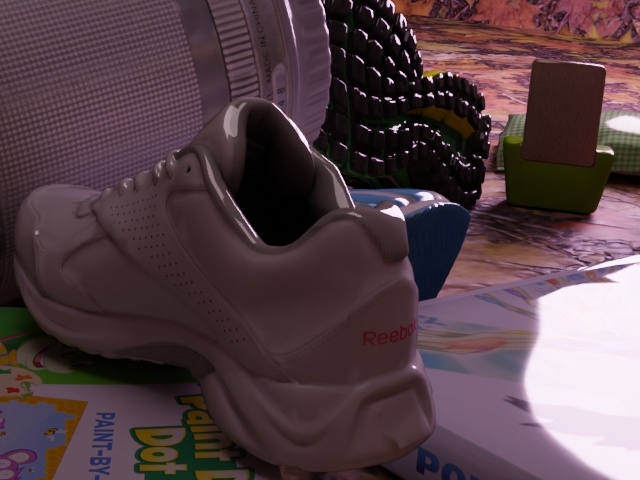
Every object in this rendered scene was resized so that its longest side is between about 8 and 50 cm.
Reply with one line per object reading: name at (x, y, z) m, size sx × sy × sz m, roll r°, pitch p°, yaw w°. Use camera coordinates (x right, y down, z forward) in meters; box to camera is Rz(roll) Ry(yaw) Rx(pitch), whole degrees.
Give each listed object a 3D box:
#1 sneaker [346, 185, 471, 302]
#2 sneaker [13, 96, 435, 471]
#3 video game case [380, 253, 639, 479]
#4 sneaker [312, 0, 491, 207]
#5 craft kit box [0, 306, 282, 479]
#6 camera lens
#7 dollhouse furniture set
sneaker at (0.000, 0.000, 0.651) m, size 0.092 × 0.087 × 0.228 m, roll 35°, pitch 24°, yaw 34°
sneaker at (-0.042, -0.004, 0.458) m, size 0.232 × 0.115 × 0.090 m, roll 19°, pitch 21°, yaw 40°
video game case at (0.185, 0.079, 0.566) m, size 0.329 × 0.036 × 0.300 m, roll -9°, pitch 21°, yaw -39°
sneaker at (0.009, -0.097, 0.902) m, size 0.146 × 0.134 × 0.343 m, roll 1°, pitch -14°, yaw 29°
craft kit box at (-0.139, 0.088, 0.420) m, size 0.246 × 0.061 × 0.250 m, roll 5°, pitch 16°, yaw -10°
camera lens at (-0.159, -0.089, 0.656) m, size 0.274 × 0.220 × 0.219 m, roll -23°, pitch 30°, yaw -36°
dollhouse furniture set at (0.274, -0.131, 1.107) m, size 0.197 × 0.151 × 0.301 m, roll 7°, pitch 16°, yaw 8°
